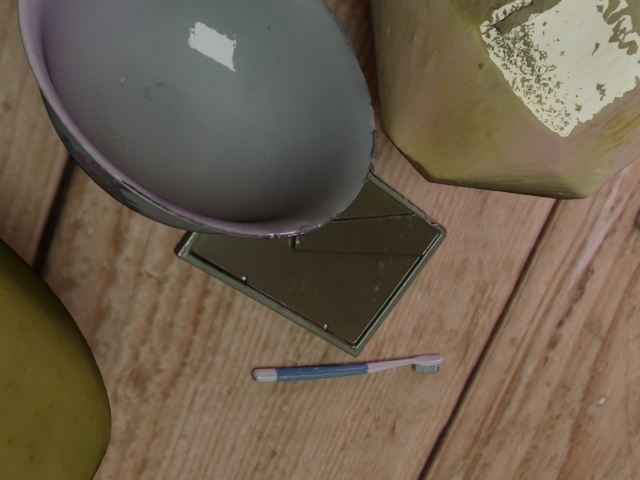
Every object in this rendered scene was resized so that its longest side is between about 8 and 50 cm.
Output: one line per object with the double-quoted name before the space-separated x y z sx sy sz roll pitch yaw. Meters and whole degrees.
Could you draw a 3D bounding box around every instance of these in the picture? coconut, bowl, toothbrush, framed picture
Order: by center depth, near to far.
"bowl" -0.127 -0.130 0.700 0.346 0.345 0.157 24 143 -27
"coconut" 0.202 -0.200 0.743 0.353 0.352 0.352 -7 113 -18
"framed picture" 0.000 0.000 0.908 0.290 0.020 0.211 33 97 -28
"toothbrush" 0.041 0.175 0.993 0.276 0.019 0.025 -1 119 -21

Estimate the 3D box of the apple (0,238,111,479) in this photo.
"apple" -0.415 0.152 0.581 0.474 0.473 0.473 -7 113 -18
